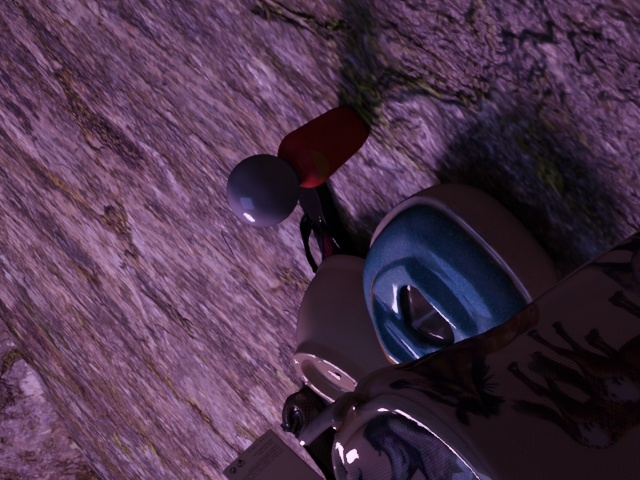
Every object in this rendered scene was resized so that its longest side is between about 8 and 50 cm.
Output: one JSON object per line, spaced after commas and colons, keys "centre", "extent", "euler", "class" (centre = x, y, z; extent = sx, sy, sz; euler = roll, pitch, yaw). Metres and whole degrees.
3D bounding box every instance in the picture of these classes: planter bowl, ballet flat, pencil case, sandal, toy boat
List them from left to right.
{"centre": [0.000, 0.000, 1.479], "extent": [0.067, 0.040, 0.179], "euler": [17, 139, 53], "class": "sandal"}
{"centre": [0.011, 0.311, 1.884], "extent": [0.084, 0.058, 0.249], "euler": [16, 138, 55], "class": "ballet flat"}
{"centre": [0.038, 0.107, 1.430], "extent": [0.162, 0.109, 0.162], "euler": [29, 153, 16], "class": "planter bowl"}
{"centre": [0.062, 0.019, 1.256], "extent": [0.318, 0.148, 0.267], "euler": [46, 156, 15], "class": "toy boat"}
{"centre": [0.197, 0.054, 0.724], "extent": [0.183, 0.410, 0.160], "euler": [51, 156, 20], "class": "pencil case"}

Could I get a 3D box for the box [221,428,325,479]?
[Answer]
{"centre": [-0.002, 0.378, 1.817], "extent": [0.275, 0.094, 0.113], "euler": [38, 162, 37], "class": "box"}
